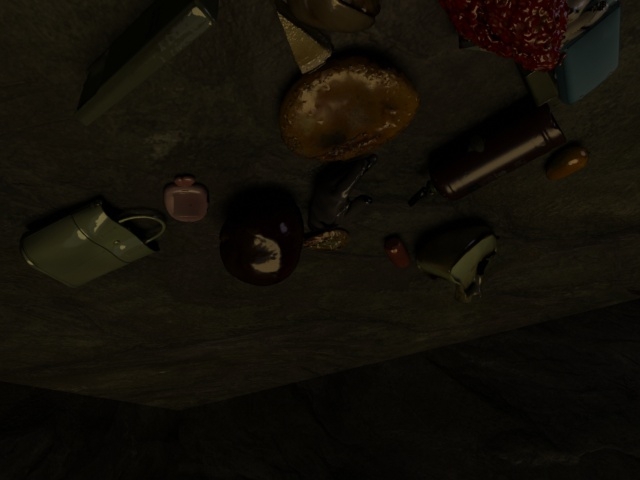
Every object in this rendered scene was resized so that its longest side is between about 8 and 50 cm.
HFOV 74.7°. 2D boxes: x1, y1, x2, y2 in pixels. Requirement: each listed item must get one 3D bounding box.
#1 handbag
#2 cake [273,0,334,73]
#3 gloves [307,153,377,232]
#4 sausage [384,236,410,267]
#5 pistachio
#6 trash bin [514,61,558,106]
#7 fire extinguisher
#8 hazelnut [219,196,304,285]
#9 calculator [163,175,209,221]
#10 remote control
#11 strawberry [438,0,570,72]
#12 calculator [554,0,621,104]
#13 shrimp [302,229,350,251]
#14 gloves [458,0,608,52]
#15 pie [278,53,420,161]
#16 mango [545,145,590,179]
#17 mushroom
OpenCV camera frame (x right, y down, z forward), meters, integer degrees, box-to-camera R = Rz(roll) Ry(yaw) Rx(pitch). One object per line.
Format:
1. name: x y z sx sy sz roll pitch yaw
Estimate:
1. handbag: -0.538 -0.008 1.042 0.315 0.109 0.241 -26 149 1
2. cake: -0.041 -0.323 0.660 0.065 0.052 0.121 -28 145 32
3. gloves: 0.046 -0.098 0.987 0.119 0.142 0.285 -21 160 -38
4. sausage: 0.246 0.041 1.331 0.062 0.062 0.154 -20 149 16
5. pistachio: 0.021 -0.350 0.592 0.149 0.113 0.113 9 145 -36
6. trash bin: 0.411 -0.311 0.799 0.043 0.060 0.092 -30 143 28
7. fire extinguisher: 0.353 -0.177 0.940 0.337 0.114 0.135 -30 -175 31
8. hazelnut: -0.129 0.007 1.035 0.218 0.218 0.234 12 143 -32
9. calculator: -0.315 -0.094 0.988 0.103 0.024 0.166 -1 149 -13
10. remote control: -0.261 -0.276 0.611 0.285 0.123 0.038 -27 143 24
11. strawberry: 0.244 -0.331 0.575 0.174 0.228 0.098 -11 -165 32
12. calculator: 0.487 -0.340 0.768 0.121 0.039 0.210 -39 142 13
13. shrimp: 0.000 0.000 1.222 0.184 0.043 0.091 -7 142 -17
14. gloves: 0.332 -0.349 0.660 0.212 0.111 0.127 5 129 20
15. pie: 0.053 -0.241 0.806 0.274 0.069 0.273 -5 149 -3
16. mango: 0.619 -0.193 1.057 0.079 0.057 0.114 -3 152 -26
17. mushroom: 0.443 0.045 1.350 0.292 0.212 0.217 41 79 -39
